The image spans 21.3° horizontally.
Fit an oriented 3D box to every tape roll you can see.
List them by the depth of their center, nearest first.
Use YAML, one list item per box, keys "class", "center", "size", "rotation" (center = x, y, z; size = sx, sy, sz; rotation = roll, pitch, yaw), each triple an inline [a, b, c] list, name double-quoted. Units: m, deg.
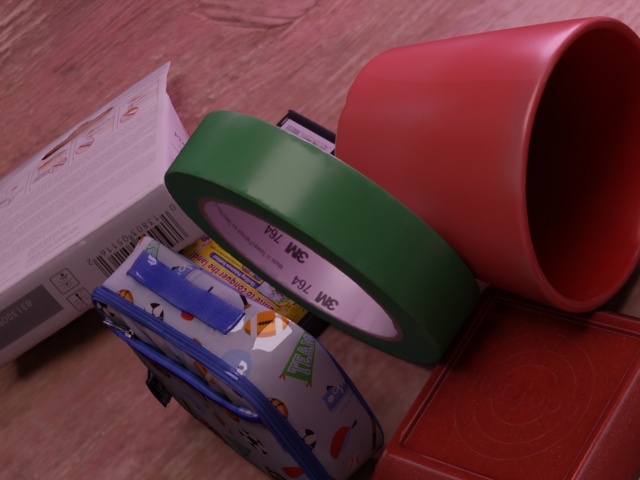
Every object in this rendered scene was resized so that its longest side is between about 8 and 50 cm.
- class: "tape roll"
  center: [0.000, 0.000, 1.652]
  size: [0.321, 0.321, 0.077]
  rotation: [22, 72, 45]

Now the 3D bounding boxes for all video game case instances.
- class: "video game case"
  center: [-0.035, -0.011, 1.918]
  size: [0.248, 0.035, 0.275]
  rotation: [-46, 43, -11]

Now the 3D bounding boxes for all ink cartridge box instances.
- class: "ink cartridge box"
  center: [-0.284, -0.042, 2.089]
  size: [0.308, 0.091, 0.385]
  rotation: [-33, 24, 13]

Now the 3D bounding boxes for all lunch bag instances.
- class: "lunch bag"
  center: [-0.091, 0.121, 1.675]
  size: [0.303, 0.243, 0.115]
  rotation: [26, 69, 45]

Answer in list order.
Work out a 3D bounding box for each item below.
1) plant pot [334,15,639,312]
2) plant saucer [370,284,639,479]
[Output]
- class: "plant pot"
  center: [0.166, -0.083, 1.643]
  size: [0.243, 0.275, 0.275]
  rotation: [10, 59, 39]
- class: "plant saucer"
  center: [0.195, 0.154, 1.599]
  size: [0.258, 0.047, 0.259]
  rotation: [14, 62, 42]
